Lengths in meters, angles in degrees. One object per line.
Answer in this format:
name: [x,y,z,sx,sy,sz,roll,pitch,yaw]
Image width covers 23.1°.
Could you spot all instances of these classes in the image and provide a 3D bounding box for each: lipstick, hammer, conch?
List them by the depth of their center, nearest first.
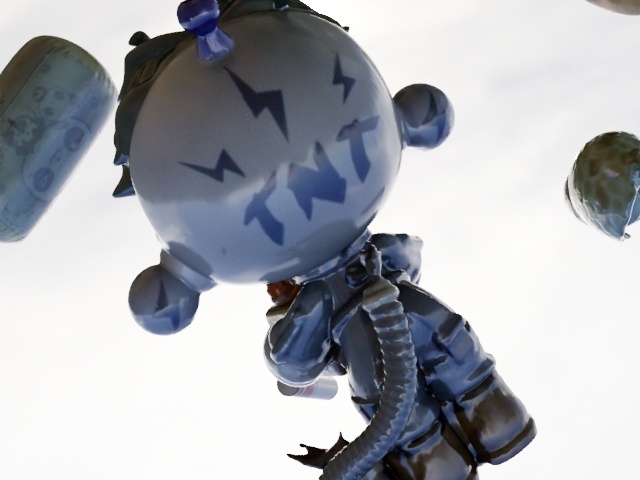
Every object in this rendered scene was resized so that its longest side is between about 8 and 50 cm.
hammer: [-0.340,-0.146,1.406,0.113,0.305,0.202,13,-112,56]
conch: [0.314,-0.062,1.688,0.106,0.116,0.173,7,-163,12]
lipstick: [-0.017,0.207,2.226,0.038,0.038,0.131,-13,166,22]

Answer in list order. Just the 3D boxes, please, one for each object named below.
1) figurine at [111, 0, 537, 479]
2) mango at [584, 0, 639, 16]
figurine: [0.002,-0.002,1.070,0.261,0.382,0.186,-40,-163,-27]
mango: [0.339,-0.420,1.956,0.187,0.359,0.144,-19,-141,9]
